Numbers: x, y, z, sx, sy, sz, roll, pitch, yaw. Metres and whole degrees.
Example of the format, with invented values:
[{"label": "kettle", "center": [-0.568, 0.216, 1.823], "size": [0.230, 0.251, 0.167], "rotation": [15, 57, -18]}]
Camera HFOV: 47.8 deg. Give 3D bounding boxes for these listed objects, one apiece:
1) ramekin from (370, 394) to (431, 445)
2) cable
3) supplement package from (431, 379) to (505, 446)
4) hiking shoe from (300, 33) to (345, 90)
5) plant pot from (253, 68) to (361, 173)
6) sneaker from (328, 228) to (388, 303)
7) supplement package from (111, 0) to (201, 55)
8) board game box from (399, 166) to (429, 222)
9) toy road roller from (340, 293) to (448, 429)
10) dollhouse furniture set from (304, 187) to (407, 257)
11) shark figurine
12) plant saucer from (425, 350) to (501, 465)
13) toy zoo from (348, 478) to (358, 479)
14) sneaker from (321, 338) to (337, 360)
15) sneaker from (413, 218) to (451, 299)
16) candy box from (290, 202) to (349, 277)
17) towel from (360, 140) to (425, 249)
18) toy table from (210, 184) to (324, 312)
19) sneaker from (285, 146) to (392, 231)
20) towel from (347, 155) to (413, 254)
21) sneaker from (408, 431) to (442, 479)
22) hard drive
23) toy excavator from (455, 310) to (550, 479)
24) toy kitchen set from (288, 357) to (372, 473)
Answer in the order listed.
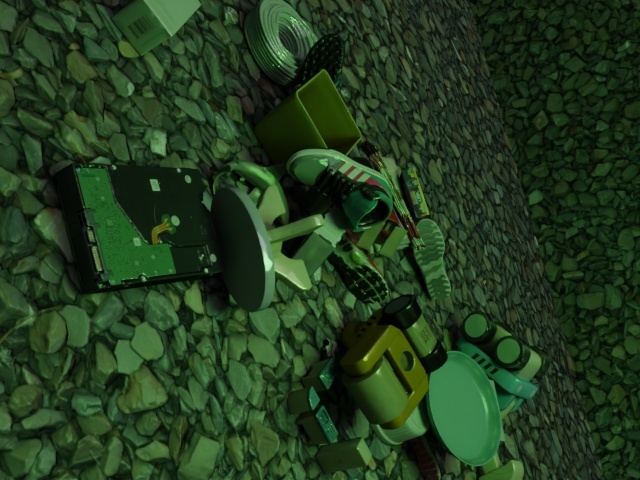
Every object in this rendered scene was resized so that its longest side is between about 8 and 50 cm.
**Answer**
[{"label": "ramekin", "center": [0.219, 0.442, 1.957], "size": [0.207, 0.109, 0.207], "rotation": [34, 46, -44]}, {"label": "cable", "center": [-0.111, -0.567, 2.065], "size": [0.257, 0.089, 0.257], "rotation": [53, 36, -24]}, {"label": "supplement package", "center": [0.440, 0.525, 2.206], "size": [0.203, 0.149, 0.194], "rotation": [23, 54, -50]}, {"label": "hiking shoe", "center": [0.002, -0.439, 2.054], "size": [0.132, 0.113, 0.304], "rotation": [-49, 158, -67]}, {"label": "plant pot", "center": [-0.046, -0.293, 1.907], "size": [0.212, 0.187, 0.212], "rotation": [59, 33, -16]}, {"label": "sneaker", "center": [0.108, 0.053, 2.024], "size": [0.279, 0.107, 0.118], "rotation": [55, 29, -22]}, {"label": "supplement package", "center": [-0.366, -0.516, 1.626], "size": [0.105, 0.105, 0.179], "rotation": [52, 36, -25]}, {"label": "board game box", "center": [0.313, -0.147, 2.441], "size": [0.141, 0.048, 0.170], "rotation": [76, -3, -80]}, {"label": "toy road roller", "center": [0.144, 0.304, 1.830], "size": [0.329, 0.240, 0.203], "rotation": [-46, 111, -40]}, {"label": "dollhouse furniture set", "center": [0.101, -0.108, 1.979], "size": [0.259, 0.135, 0.262], "rotation": [20, 26, -26]}, {"label": "shark figurine", "center": [-0.148, -0.159, 1.748], "size": [0.278, 0.116, 0.166], "rotation": [30, 47, -49]}, {"label": "plant saucer", "center": [0.393, 0.469, 2.018], "size": [0.317, 0.043, 0.318], "rotation": [24, 53, -36]}, {"label": "toy zoo", "center": [0.070, 0.692, 1.654], "size": [0.192, 0.030, 0.293], "rotation": [42, 41, -37]}, {"label": "sneaker", "center": [0.016, 0.284, 1.820], "size": [0.037, 0.032, 0.083], "rotation": [35, 38, -23]}, {"label": "sneaker", "center": [0.357, 0.056, 2.400], "size": [0.115, 0.105, 0.281], "rotation": [-107, -175, -70]}, {"label": "candy box", "center": [0.000, 0.000, 1.818], "size": [0.070, 0.165, 0.196], "rotation": [37, 36, -3]}, {"label": "towel", "center": [0.213, -0.138, 2.179], "size": [0.329, 0.037, 0.237], "rotation": [62, 4, -15]}, {"label": "toy table", "center": [-0.123, 0.009, 1.591], "size": [0.160, 0.252, 0.274], "rotation": [-11, 90, -41]}, {"label": "sneaker", "center": [0.060, -0.111, 1.753], "size": [0.295, 0.124, 0.178], "rotation": [16, 35, -26]}, {"label": "towel", "center": [0.193, -0.119, 2.303], "size": [0.331, 0.053, 0.317], "rotation": [-10, 80, -59]}, {"label": "sneaker", "center": [0.305, 0.595, 2.040], "size": [0.074, 0.063, 0.170], "rotation": [-19, 84, -53]}, {"label": "hard drive", "center": [-0.340, -0.028, 1.418], "size": [0.339, 0.064, 0.237], "rotation": [-6, 77, -59]}, {"label": "toy excavator", "center": [0.568, 0.523, 2.368], "size": [0.222, 0.445, 0.433], "rotation": [25, 11, -48]}, {"label": "toy kitchen set", "center": [0.042, 0.403, 1.694], "size": [0.207, 0.122, 0.166], "rotation": [62, 32, -11]}]
